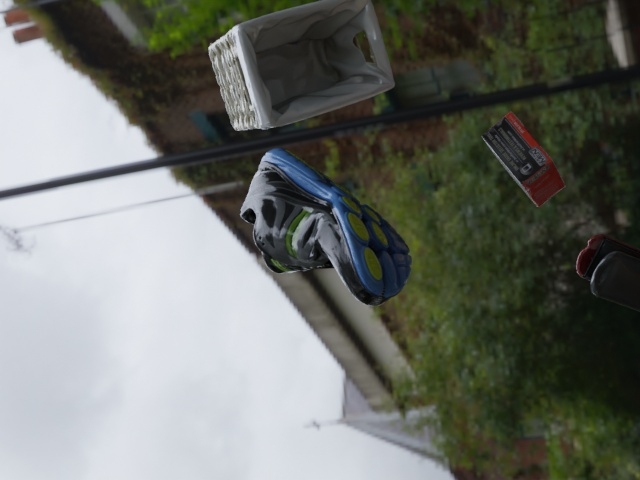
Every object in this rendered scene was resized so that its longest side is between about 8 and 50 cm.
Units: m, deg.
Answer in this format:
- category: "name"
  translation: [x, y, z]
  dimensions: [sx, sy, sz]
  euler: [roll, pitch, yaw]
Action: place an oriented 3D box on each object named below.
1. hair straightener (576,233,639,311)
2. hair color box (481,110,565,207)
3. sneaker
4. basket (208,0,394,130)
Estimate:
- category: "hair straightener"
  translation: [0.312, 0.068, 0.834]
  dimensions: [0.047, 0.230, 0.089]
  euler: [-60, 9, 16]
- category: "hair color box"
  translation: [0.223, -0.086, 1.166]
  dimensions: [0.072, 0.043, 0.141]
  euler: [54, -170, 17]
- category: "sneaker"
  translation: [0.000, 0.000, 0.761]
  dimensions: [0.067, 0.078, 0.188]
  euler: [27, -171, -38]
- category: "basket"
  translation: [-0.024, -0.189, 1.159]
  dimensions: [0.167, 0.103, 0.113]
  euler: [-21, -83, -27]
